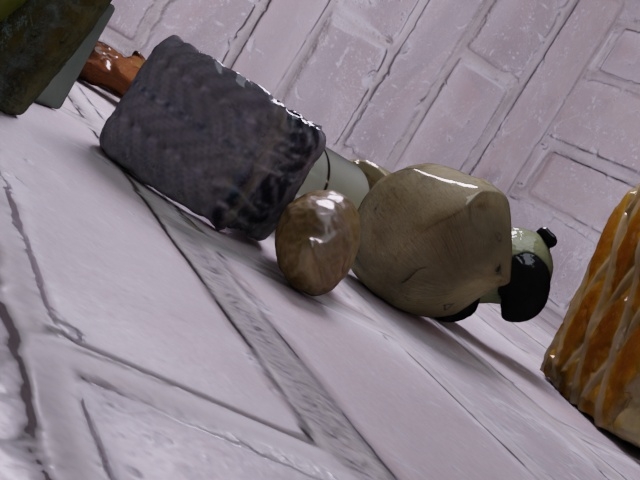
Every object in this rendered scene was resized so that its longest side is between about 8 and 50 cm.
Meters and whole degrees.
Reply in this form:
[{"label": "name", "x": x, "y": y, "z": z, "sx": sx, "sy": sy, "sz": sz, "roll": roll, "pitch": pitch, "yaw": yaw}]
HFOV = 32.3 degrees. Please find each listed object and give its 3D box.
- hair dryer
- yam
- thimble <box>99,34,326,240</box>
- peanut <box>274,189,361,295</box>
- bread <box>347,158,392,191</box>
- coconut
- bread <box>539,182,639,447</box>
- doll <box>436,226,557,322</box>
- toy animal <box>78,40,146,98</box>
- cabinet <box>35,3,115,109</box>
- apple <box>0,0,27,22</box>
[{"label": "hair dryer", "x": -0.111, "y": -0.131, "z": 1.570, "sx": 0.362, "sy": 0.128, "sz": 0.203, "roll": 35, "pitch": 7, "yaw": 42}, {"label": "yam", "x": -0.279, "y": -0.208, "z": 1.104, "sx": 0.078, "sy": 0.179, "sz": 0.078, "roll": 39, "pitch": 15, "yaw": -13}, {"label": "thimble", "x": -0.119, "y": -0.117, "z": 1.256, "sx": 0.217, "sy": 0.157, "sz": 0.245, "roll": 25, "pitch": 9, "yaw": -43}, {"label": "peanut", "x": -0.001, "y": 0.000, "z": 1.166, "sx": 0.086, "sy": 0.104, "sz": 0.228, "roll": -8, "pitch": 4, "yaw": 6}, {"label": "bread", "x": 0.064, "y": -0.044, "z": 1.643, "sx": 0.148, "sy": 0.134, "sz": 0.141, "roll": -1, "pitch": -9, "yaw": 22}, {"label": "coconut", "x": 0.150, "y": 0.004, "z": 1.424, "sx": 0.224, "sy": 0.224, "sz": 0.224, "roll": 31, "pitch": 6, "yaw": -3}, {"label": "bread", "x": 0.519, "y": 0.121, "z": 1.489, "sx": 0.279, "sy": 0.390, "sz": 0.371, "roll": 22, "pitch": 9, "yaw": -9}, {"label": "doll", "x": 0.223, "y": 0.052, "z": 1.586, "sx": 0.234, "sy": 0.135, "sz": 0.143, "roll": -4, "pitch": -2, "yaw": 6}, {"label": "toy animal", "x": -0.312, "y": -0.253, "z": 1.836, "sx": 0.312, "sy": 0.097, "sz": 0.157, "roll": 37, "pitch": 18, "yaw": 32}, {"label": "cabinet", "x": -0.386, "y": -0.277, "z": 1.303, "sx": 0.206, "sy": 0.145, "sz": 0.150, "roll": 33, "pitch": 7, "yaw": 18}, {"label": "apple", "x": -0.371, "y": -0.331, "z": 0.928, "sx": 0.357, "sy": 0.357, "sz": 0.357, "roll": 31, "pitch": 6, "yaw": -3}]
